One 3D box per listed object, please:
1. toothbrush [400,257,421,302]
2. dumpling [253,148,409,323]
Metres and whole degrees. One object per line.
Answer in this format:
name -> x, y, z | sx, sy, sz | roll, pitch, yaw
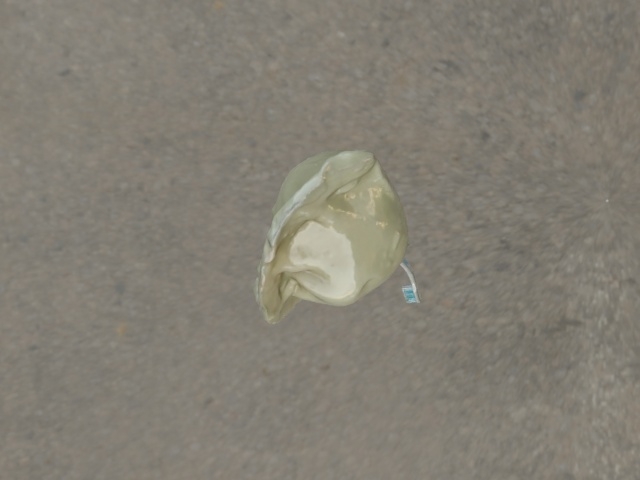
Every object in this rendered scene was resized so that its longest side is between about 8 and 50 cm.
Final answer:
toothbrush -> 0.060, -0.001, 0.897 | 0.017, 0.014, 0.162 | -10, 132, 16
dumpling -> -0.001, -0.002, 0.361 | 0.057, 0.076, 0.052 | -22, 98, -15
